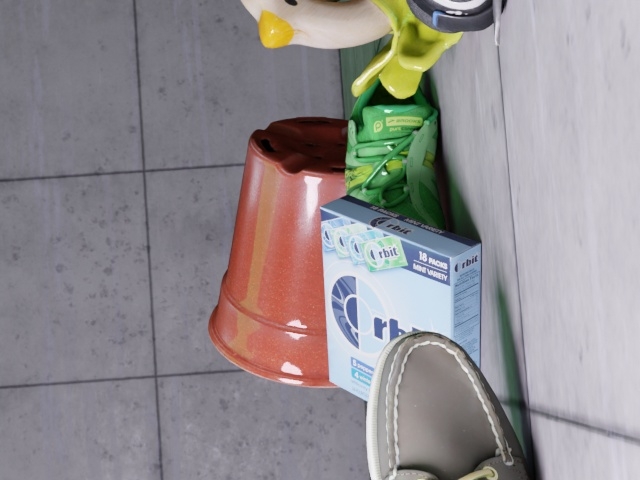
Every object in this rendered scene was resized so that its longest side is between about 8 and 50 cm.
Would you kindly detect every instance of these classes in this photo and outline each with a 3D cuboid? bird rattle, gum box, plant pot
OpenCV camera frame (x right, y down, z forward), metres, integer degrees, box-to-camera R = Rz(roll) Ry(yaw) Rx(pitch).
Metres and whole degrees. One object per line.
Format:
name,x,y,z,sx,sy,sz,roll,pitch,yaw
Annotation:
bird rattle,0.025,-0.243,0.918,0.143,0.206,0.254,150,108,-68
gum box,0.069,0.068,1.018,0.157,0.041,0.184,23,125,42
plant pot,0.000,0.000,1.449,0.272,0.272,0.265,-97,11,-65

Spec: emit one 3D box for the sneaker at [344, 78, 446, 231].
sneaker,0.067,-0.069,1.138,0.124,0.109,0.296,82,-178,-47

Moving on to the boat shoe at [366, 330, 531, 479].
boat shoe,0.099,0.200,0.760,0.091,0.109,0.305,93,167,-73

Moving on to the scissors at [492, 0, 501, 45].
scissors,0.088,-0.253,0.597,0.109,0.021,0.297,-147,58,-69

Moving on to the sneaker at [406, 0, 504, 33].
sneaker,0.061,-0.230,0.813,0.121,0.079,0.217,64,-176,-57
